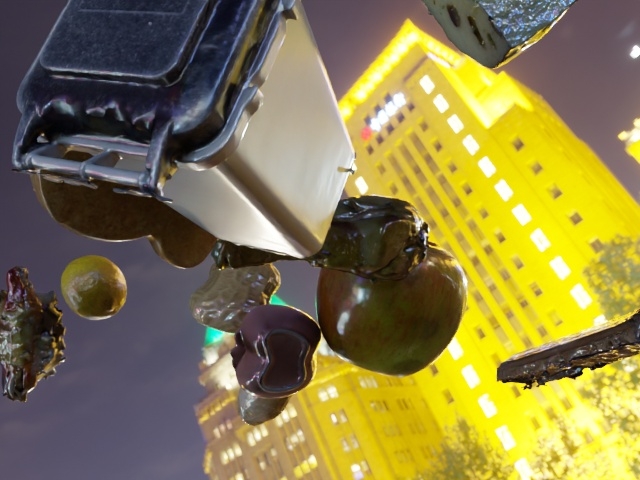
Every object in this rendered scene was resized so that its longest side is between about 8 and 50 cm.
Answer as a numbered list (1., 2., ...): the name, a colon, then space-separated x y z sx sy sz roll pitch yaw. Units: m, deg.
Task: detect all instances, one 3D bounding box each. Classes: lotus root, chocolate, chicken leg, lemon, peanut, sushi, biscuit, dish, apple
1. lotus root: 0.302 -0.447 1.064 0.260 0.267 0.149 -36 -7 -10
2. chocolate: 0.374 0.159 0.949 0.103 0.065 0.329 -2 -22 -22
3. chicken leg: 0.000 0.000 1.120 0.430 0.201 0.152 -2 -80 -20
4. lemon: -0.406 0.082 1.179 0.109 0.133 0.109 -35 -24 -18
5. chocolate: -0.112 0.349 1.669 0.134 0.134 0.309 7 -54 -42
6. peanut: -0.192 0.117 1.547 0.197 0.233 0.110 8 -39 20
7. sushi: -0.470 0.153 1.066 0.103 0.097 0.225 -11 -75 -42
8. biscuit: -0.221 -0.102 0.925 0.344 0.057 0.287 -29 -71 -31
9. dish: -0.087 0.244 1.389 0.214 0.090 0.213 -2 -82 -16
10. apple: 0.148 0.132 1.450 0.340 0.339 0.339 -19 -32 -12

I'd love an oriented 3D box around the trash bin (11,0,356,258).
1. trash bin: -0.116 -0.119 0.738 0.256 0.295 0.367 10 -20 24
